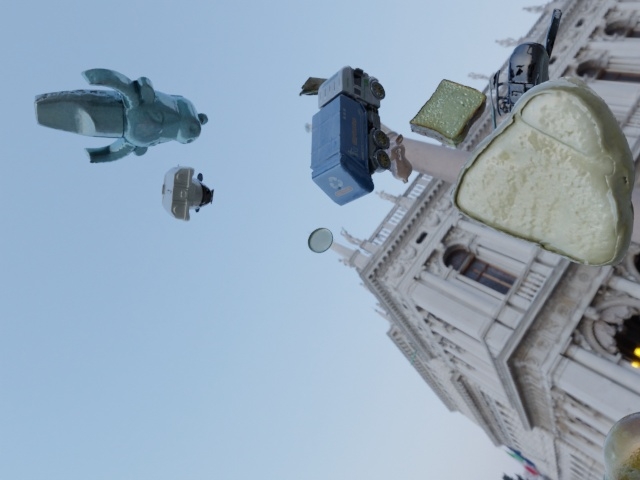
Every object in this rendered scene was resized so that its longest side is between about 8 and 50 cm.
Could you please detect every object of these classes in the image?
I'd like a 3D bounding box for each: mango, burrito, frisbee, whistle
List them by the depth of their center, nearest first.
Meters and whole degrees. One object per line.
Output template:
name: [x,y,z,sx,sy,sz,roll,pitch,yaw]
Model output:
whistle: [-0.329,-0.216,0.717,0.273,0.093,0.186,-8,-29,-32]
mango: [0.846,0.578,1.087,0.146,0.192,0.317,-66,-19,-59]
burrito: [0.001,-0.479,1.291,0.149,0.041,0.055,-9,-90,-17]
frisbee: [0.000,0.000,1.639,0.110,0.110,0.014,-56,-32,-6]

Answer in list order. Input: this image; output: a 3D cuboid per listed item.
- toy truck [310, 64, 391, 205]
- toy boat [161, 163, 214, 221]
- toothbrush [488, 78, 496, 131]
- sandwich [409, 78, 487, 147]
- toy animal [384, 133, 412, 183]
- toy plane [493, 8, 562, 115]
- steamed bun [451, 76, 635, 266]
toy truck: [0.078,-0.281,1.103,0.175,0.146,0.368,17,-116,-37]
toy boat: [-0.347,-0.127,1.080,0.140,0.269,0.141,-2,-81,-13]
toothbrush: [0.423,-0.309,1.007,0.011,0.014,0.167,-3,-92,-39]
sandwich: [0.624,-0.613,2.002,0.301,0.271,0.099,-53,-25,-6]
toy animal: [0.242,-0.248,1.300,0.089,0.083,0.150,-10,-97,-50]
toy plane: [0.522,-0.346,1.031,0.155,0.106,0.382,-44,-46,-22]
steamed bun: [0.305,-0.096,0.535,0.110,0.231,0.213,-32,-39,-38]
